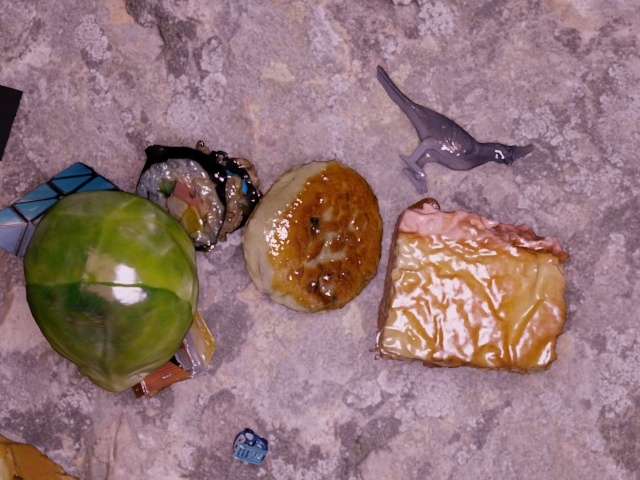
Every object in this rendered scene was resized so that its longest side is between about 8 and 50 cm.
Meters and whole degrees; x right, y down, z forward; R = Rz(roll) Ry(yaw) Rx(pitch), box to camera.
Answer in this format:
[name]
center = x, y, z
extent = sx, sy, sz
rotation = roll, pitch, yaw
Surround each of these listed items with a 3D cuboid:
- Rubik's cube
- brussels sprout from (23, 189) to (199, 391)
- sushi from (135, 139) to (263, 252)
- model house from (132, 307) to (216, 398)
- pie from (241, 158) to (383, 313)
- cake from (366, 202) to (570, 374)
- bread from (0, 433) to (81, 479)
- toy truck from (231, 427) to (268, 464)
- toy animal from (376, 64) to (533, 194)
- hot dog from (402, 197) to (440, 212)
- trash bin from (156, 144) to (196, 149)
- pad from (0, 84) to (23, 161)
[Rubik's cube]
center = -0.494, -0.032, 1.351
extent = 0.228, 0.229, 0.233
rotation = 37, 81, 0
[brussels sprout]
center = -0.359, 0.093, 1.176
extent = 0.289, 0.281, 0.355
rotation = 4, 122, -4
[sushi]
center = -0.233, -0.087, 1.338
extent = 0.238, 0.218, 0.225
rotation = 14, 110, 34
[model house]
center = -0.344, 0.202, 1.364
extent = 0.207, 0.136, 0.220
rotation = -23, 84, 4
[pie]
center = 0.000, 0.000, 1.321
extent = 0.314, 0.092, 0.316
rotation = -5, 100, -28
[cake]
center = 0.264, 0.098, 1.241
extent = 0.313, 0.307, 0.294
rotation = 10, 84, 5
[bread]
center = -0.609, 0.569, 1.296
extent = 0.315, 0.279, 0.249
rotation = 34, 96, -5
[toy truck]
center = -0.146, 0.422, 1.352
extent = 0.073, 0.090, 0.056
rotation = 28, 87, 7
[toy animal]
center = 0.233, -0.199, 1.374
extent = 0.366, 0.081, 0.206
rotation = 29, 70, 6
[hot dog]
center = 0.210, -0.054, 1.390
extent = 0.083, 0.035, 0.058
rotation = -28, 83, 7
[trash bin]
center = -0.309, -0.171, 1.439
extent = 0.092, 0.043, 0.061
rotation = 2, 85, 4
[pad]
center = -0.803, -0.290, 1.507
extent = 0.245, 0.006, 0.170
rotation = 16, 88, 6
